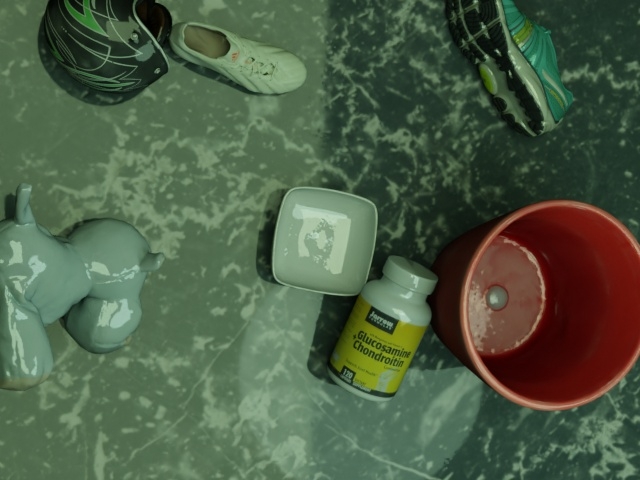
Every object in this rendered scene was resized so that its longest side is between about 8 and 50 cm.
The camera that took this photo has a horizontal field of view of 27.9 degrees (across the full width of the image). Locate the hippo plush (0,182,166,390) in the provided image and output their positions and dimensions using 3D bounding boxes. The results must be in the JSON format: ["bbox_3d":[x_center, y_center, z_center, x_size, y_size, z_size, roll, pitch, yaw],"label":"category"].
[{"bbox_3d":[-0.344,0.039,1.622,0.236,0.234,0.294,-9,110,-45],"label":"hippo plush"}]

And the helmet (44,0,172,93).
[{"bbox_3d":[-0.266,-0.268,1.630,0.169,0.169,0.161,18,68,-15],"label":"helmet"}]

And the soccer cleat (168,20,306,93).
[{"bbox_3d":[-0.108,-0.244,1.719,0.196,0.076,0.068,16,86,-15],"label":"soccer cleat"}]

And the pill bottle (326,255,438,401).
[{"bbox_3d":[0.088,0.118,1.740,0.103,0.103,0.184,20,104,-15],"label":"pill bottle"}]

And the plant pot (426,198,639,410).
[{"bbox_3d":[0.273,0.081,1.742,0.275,0.243,0.275,0,90,-15],"label":"plant pot"}]

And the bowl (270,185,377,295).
[{"bbox_3d":[0.000,0.000,1.764,0.142,0.053,0.142,10,89,-15],"label":"bowl"}]

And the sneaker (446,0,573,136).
[{"bbox_3d":[0.269,-0.282,1.827,0.110,0.107,0.275,-36,105,-32],"label":"sneaker"}]
